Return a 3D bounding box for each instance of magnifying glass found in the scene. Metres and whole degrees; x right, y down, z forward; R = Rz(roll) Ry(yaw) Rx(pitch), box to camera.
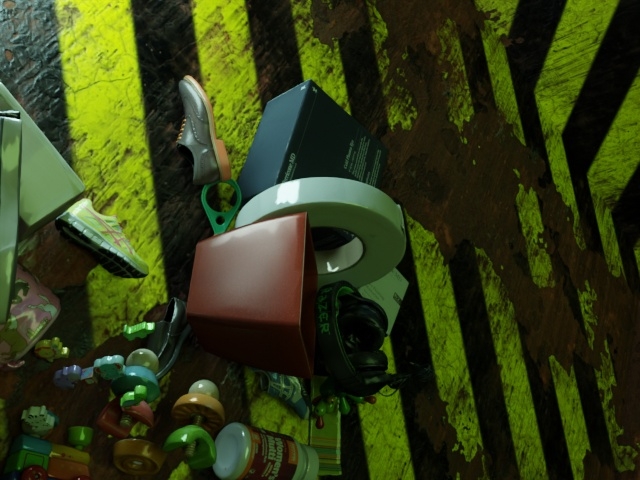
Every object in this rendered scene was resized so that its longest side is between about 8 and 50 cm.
[{"bbox_3d":[-0.231,-0.036,1.568,0.092,0.026,0.230,3,79,-6],"label":"magnifying glass"}]

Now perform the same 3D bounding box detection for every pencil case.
[{"bbox_3d":[-0.607,0.048,1.097,0.167,0.160,0.386,-48,116,-7],"label":"pencil case"}]

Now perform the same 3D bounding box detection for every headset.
[{"bbox_3d":[0.121,0.248,1.578,0.394,0.185,0.243,52,29,-43],"label":"headset"}]

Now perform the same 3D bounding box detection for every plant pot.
[{"bbox_3d":[-0.137,0.120,1.423,0.267,0.236,0.267,80,11,-58],"label":"plant pot"}]

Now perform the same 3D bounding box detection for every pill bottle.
[{"bbox_3d":[-0.115,0.476,1.476,0.221,0.121,0.121,26,60,-37],"label":"pill bottle"}]

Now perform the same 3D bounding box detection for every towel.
[{"bbox_3d":[0.014,0.456,1.683,0.102,0.021,0.237,18,65,-41],"label":"towel"}]

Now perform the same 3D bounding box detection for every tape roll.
[{"bbox_3d":[0.000,0.000,1.545,0.392,0.392,0.072,27,46,-37],"label":"tape roll"}]

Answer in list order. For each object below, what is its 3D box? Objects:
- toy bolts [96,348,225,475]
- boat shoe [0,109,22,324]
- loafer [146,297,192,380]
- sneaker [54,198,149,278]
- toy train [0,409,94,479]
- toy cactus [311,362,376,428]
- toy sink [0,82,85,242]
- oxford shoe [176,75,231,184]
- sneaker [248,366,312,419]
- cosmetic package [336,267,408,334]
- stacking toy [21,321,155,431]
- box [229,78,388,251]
[{"bbox_3d":[-0.315,0.316,1.277,0.228,0.218,0.158,50,30,-35],"label":"toy bolts"},{"bbox_3d":[-0.543,-0.040,1.029,0.158,0.127,0.340,2,71,-22],"label":"boat shoe"},{"bbox_3d":[-0.327,0.205,1.390,0.078,0.080,0.220,45,41,-20],"label":"loafer"},{"bbox_3d":[-0.417,-0.005,1.356,0.208,0.081,0.094,45,48,-25],"label":"sneaker"},{"bbox_3d":[-0.432,0.399,1.212,0.248,0.105,0.143,29,45,-36],"label":"toy train"},{"bbox_3d":[0.049,0.345,1.654,0.219,0.112,0.180,-22,104,-42],"label":"toy cactus"},{"bbox_3d":[-0.551,-0.130,1.190,0.131,0.153,0.234,-42,102,-32],"label":"toy sink"},{"bbox_3d":[-0.288,-0.254,1.554,0.098,0.097,0.271,-17,74,-16],"label":"oxford shoe"},{"bbox_3d":[-0.093,0.339,1.588,0.081,0.080,0.211,-37,105,-22],"label":"sneaker"},{"bbox_3d":[0.109,0.144,1.779,0.151,0.151,0.183,47,49,-26],"label":"cosmetic package"},{"bbox_3d":[-0.401,0.226,1.182,0.167,0.221,0.052,-101,176,-47],"label":"stacking toy"},{"bbox_3d":[-0.017,-0.168,1.733,0.312,0.179,0.343,38,54,-32],"label":"box"}]
